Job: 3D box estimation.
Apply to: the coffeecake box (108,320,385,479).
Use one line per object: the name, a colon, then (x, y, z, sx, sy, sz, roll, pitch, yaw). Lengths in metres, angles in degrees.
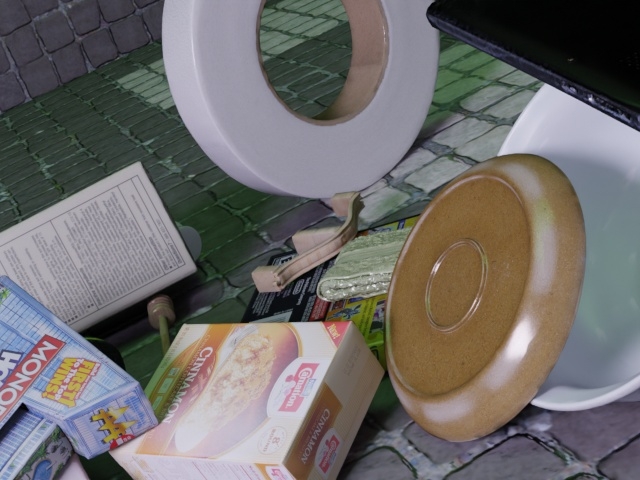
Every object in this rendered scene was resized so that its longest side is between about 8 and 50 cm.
coffeecake box: (-0.060, 0.141, 0.974, 0.185, 0.068, 0.142, -4, 43, 36)

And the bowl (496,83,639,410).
bowl: (0.251, -0.004, 0.882, 0.298, 0.134, 0.298, -40, 40, 45)

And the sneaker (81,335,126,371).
sneaker: (-0.332, 0.180, 1.156, 0.300, 0.111, 0.121, -28, 18, -18)

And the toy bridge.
toy bridge: (0.000, 0.000, 1.258, 0.063, 0.026, 0.188, -6, 26, 36)

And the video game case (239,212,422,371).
video game case: (0.040, 0.056, 1.168, 0.248, 0.035, 0.275, -16, 21, 17)

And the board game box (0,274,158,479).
board game box: (-0.242, 0.138, 0.960, 0.194, 0.060, 0.194, 16, 53, 29)

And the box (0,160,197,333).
box: (-0.310, 0.042, 1.353, 0.311, 0.148, 0.121, -27, 5, -5)

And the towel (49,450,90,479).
towel: (-0.364, 0.231, 0.984, 0.331, 0.053, 0.317, -30, 47, -15)

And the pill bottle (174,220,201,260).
pill bottle: (-0.205, 0.006, 1.486, 0.116, 0.065, 0.065, 0, 31, 44)

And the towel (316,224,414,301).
towel: (0.075, 0.016, 1.141, 0.148, 0.027, 0.110, -12, 22, 26)

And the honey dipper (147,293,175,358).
honey dipper: (-0.169, 0.105, 1.275, 0.030, 0.030, 0.161, -23, 25, -1)

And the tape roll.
tape roll: (-0.014, -0.246, 1.446, 0.392, 0.392, 0.072, -36, 24, -30)

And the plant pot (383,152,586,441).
plant pot: (0.115, 0.038, 0.927, 0.236, 0.032, 0.236, -40, 39, 44)

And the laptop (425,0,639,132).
laptop: (0.349, -0.068, 0.730, 0.382, 0.236, 0.408, -30, 39, -18)
